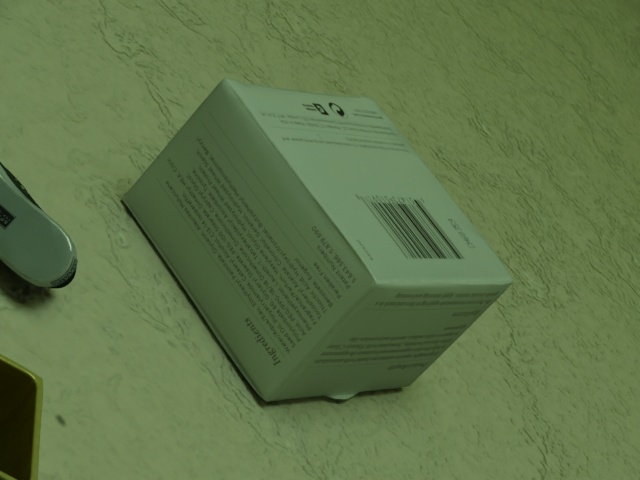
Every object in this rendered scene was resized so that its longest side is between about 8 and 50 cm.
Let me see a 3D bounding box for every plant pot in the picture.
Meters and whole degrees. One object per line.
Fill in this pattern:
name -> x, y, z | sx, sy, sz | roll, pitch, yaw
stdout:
plant pot -> -0.183, 0.095, 0.845 | 0.081, 0.083, 0.081 | 31, 27, -24

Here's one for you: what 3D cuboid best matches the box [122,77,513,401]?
box -> 0.000, 0.000, 1.241 | 0.182, 0.119, 0.181 | 53, 26, 22

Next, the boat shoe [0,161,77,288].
boat shoe -> -0.194, -0.023, 1.080 | 0.142, 0.049, 0.040 | 46, -9, 10
